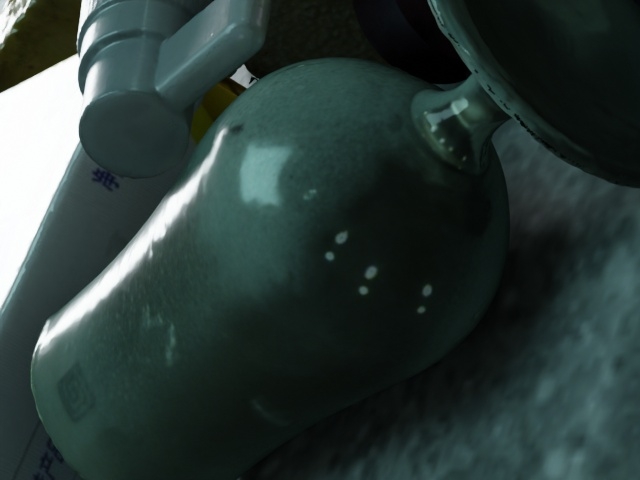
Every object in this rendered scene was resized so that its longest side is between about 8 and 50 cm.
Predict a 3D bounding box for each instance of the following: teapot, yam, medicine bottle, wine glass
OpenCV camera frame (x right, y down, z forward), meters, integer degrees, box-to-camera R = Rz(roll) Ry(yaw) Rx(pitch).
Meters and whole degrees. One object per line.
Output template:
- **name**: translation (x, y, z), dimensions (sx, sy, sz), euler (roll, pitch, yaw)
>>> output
- **teapot**: translation (0.040, -0.090, 0.542), dimensions (0.045, 0.068, 0.100), euler (-24, 82, 55)
- **yam**: translation (0.005, -0.117, 0.629), dimensions (0.084, 0.084, 0.127), euler (-42, 33, 33)
- **medicine bottle**: translation (-0.048, -0.113, 0.571), dimensions (0.092, 0.061, 0.221), euler (-34, 34, 26)
- **wine glass**: translation (0.000, 0.000, 0.481), dimensions (0.231, 0.103, 0.103), euler (-40, 32, 40)

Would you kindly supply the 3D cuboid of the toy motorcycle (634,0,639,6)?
- **toy motorcycle**: translation (0.141, -0.078, 0.330), dimensions (0.213, 0.082, 0.122), euler (-25, 41, 52)

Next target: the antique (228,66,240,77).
- **antique**: translation (-0.022, -0.177, 0.724), dimensions (0.183, 0.088, 0.086), euler (-45, 26, 28)

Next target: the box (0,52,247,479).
- **box**: translation (-0.120, 0.057, 0.645), dimensions (0.168, 0.097, 0.265), euler (-9, 55, 59)

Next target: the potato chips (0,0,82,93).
- **potato chips**: translation (-0.155, -0.134, 0.948), dimensions (0.407, 0.057, 0.080), euler (-50, 43, 20)
